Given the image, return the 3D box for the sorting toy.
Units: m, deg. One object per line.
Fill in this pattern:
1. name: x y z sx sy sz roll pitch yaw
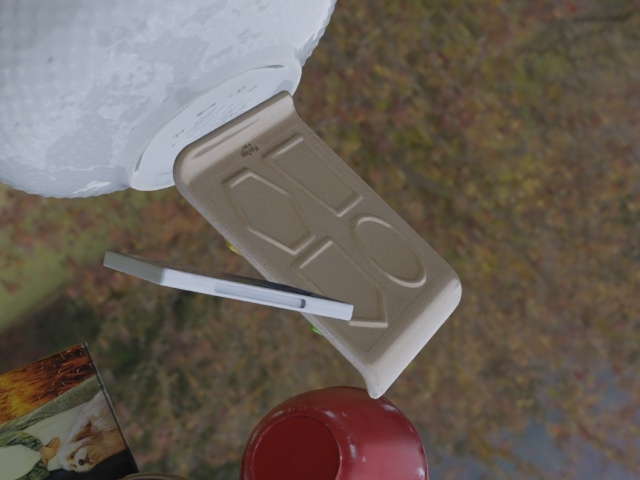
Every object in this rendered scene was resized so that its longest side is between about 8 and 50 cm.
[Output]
1. sorting toy: 0.000 0.000 1.095 0.038 0.208 0.193 -42 179 29

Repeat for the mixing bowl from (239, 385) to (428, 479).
1. mixing bowl: -0.004 0.209 1.402 0.181 0.181 0.098 -39 151 8

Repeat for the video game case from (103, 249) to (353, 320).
1. video game case: -0.054 0.025 0.898 0.122 0.011 0.087 13 180 -29

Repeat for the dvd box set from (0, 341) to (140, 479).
1. dvd box set: -0.380 0.316 1.594 0.420 0.307 0.062 -21 156 -11

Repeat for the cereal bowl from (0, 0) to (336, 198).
1. cereal bowl: -0.117 -0.141 1.190 0.339 0.141 0.339 -34 166 -9

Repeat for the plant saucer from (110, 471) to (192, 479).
1. plant saucer: -0.145 0.266 1.314 0.168 0.168 0.029 -35 154 -24
